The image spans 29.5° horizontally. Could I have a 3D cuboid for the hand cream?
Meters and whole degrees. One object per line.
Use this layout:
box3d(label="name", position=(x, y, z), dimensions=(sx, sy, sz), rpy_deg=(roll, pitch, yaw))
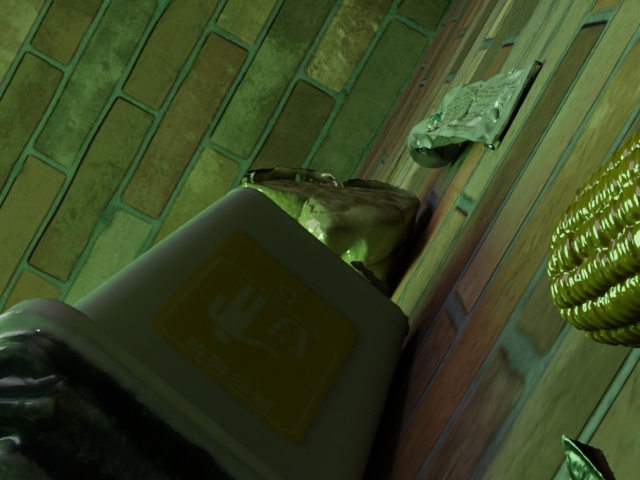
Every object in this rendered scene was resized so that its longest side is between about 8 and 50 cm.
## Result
box3d(label="hand cream", position=(0.129, -0.107, 1.116), dimensions=(0.084, 0.050, 0.257), rpy_deg=(-58, 6, -10))

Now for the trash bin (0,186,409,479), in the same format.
box3d(label="trash bin", position=(-0.104, 0.145, 0.796), dimensions=(0.296, 0.256, 0.367), rpy_deg=(-51, 2, 28))

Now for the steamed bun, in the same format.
box3d(label="steamed bun", position=(0.000, 0.000, 1.154), dimensions=(0.192, 0.178, 0.106), rpy_deg=(-71, -11, -77))

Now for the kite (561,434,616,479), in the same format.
box3d(label="kite", position=(0.048, 0.153, 0.289), dimensions=(0.189, 0.009, 0.232), rpy_deg=(-35, 33, 62))

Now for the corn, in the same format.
box3d(label="corn", position=(0.122, -0.017, 0.332), dimensions=(0.068, 0.068, 0.207), rpy_deg=(-62, 1, -23))
